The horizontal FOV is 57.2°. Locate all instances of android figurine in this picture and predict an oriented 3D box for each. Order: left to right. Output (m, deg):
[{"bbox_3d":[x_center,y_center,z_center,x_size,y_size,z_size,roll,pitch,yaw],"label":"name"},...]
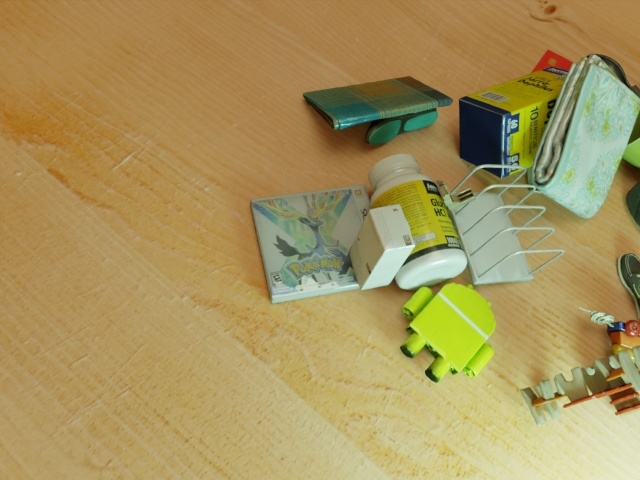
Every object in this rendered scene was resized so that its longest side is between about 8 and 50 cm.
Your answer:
[{"bbox_3d":[0.328,0.220,1.480,0.248,0.056,0.273,42,64,8],"label":"android figurine"}]

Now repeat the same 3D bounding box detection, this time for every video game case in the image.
[{"bbox_3d":[0.000,0.000,1.569,0.329,0.036,0.299,-9,64,-12],"label":"video game case"}]

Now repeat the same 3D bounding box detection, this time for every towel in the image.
[{"bbox_3d":[0.163,-0.413,1.739,0.370,0.040,0.271,-13,34,-16],"label":"towel"},{"bbox_3d":[0.734,-0.271,1.609,0.321,0.090,0.374,18,94,-39],"label":"towel"}]

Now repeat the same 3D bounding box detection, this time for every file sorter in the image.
[{"bbox_3d":[0.488,-0.049,1.567,0.193,0.173,0.277,-1,61,-24],"label":"file sorter"}]

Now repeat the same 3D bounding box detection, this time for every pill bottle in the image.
[{"bbox_3d":[0.241,-0.053,1.545,0.188,0.188,0.333,-11,65,-14],"label":"pill bottle"}]

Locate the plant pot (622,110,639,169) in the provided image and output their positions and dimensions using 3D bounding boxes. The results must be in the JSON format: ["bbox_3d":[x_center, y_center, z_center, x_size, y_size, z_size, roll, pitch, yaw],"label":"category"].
[{"bbox_3d":[1.087,-0.276,1.764,0.293,0.275,0.275,42,64,-2],"label":"plant pot"}]

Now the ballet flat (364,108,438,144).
[{"bbox_3d":[0.225,-0.359,1.766,0.280,0.095,0.096,-21,57,-29],"label":"ballet flat"}]

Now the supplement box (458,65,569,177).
[{"bbox_3d":[0.604,-0.351,1.711,0.357,0.194,0.195,-23,35,-18],"label":"supplement box"}]

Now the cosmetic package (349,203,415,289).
[{"bbox_3d":[0.143,0.021,1.428,0.086,0.231,0.117,-11,64,-14],"label":"cosmetic package"}]

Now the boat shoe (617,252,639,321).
[{"bbox_3d":[0.891,0.130,1.610,0.081,0.068,0.227,-5,64,-11],"label":"boat shoe"}]

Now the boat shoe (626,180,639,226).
[{"bbox_3d":[1.033,-0.039,1.705,0.120,0.122,0.324,0,48,-45],"label":"boat shoe"}]

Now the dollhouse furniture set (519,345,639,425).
[{"bbox_3d":[0.654,0.356,1.369,0.259,0.262,0.135,3,59,-43],"label":"dollhouse furniture set"}]

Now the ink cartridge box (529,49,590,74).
[{"bbox_3d":[0.821,-0.509,1.937,0.261,0.066,0.296,34,63,9],"label":"ink cartridge box"}]

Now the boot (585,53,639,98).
[{"bbox_3d":[0.860,-0.449,1.827,0.229,0.091,0.263,-32,71,-19],"label":"boot"}]

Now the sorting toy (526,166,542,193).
[{"bbox_3d":[0.714,-0.223,1.782,0.348,0.047,0.196,6,62,-5],"label":"sorting toy"}]

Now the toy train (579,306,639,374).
[{"bbox_3d":[0.767,0.276,1.507,0.248,0.105,0.143,18,75,1],"label":"toy train"}]

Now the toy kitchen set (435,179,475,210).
[{"bbox_3d":[0.346,-0.135,1.517,0.075,0.083,0.068,-25,60,14],"label":"toy kitchen set"}]
